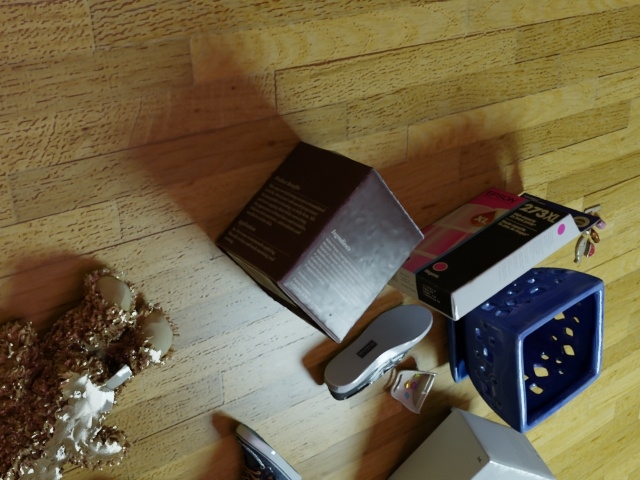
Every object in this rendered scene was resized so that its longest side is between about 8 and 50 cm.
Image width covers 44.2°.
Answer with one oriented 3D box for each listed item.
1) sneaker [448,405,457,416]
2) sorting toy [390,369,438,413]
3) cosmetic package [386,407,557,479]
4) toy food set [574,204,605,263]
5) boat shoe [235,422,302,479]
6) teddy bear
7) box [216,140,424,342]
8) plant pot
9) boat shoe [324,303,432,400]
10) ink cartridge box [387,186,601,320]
[{"bbox_3d":[0.277,0.407,1.601,0.065,0.061,0.158,-29,124,-19],"label":"sneaker"},{"bbox_3d":[0.165,0.270,1.464,0.075,0.045,0.083,21,95,-35],"label":"sorting toy"},{"bbox_3d":[0.289,0.468,1.531,0.224,0.138,0.224,26,112,-38],"label":"cosmetic package"},{"bbox_3d":[0.582,-0.011,1.690,0.078,0.019,0.122,-16,118,-33],"label":"toy food set"},{"bbox_3d":[-0.101,0.372,1.273,0.083,0.065,0.183,-46,131,-13],"label":"boat shoe"},{"bbox_3d":[-0.325,0.193,1.004,0.245,0.113,0.338,31,80,-50],"label":"teddy bear"},{"bbox_3d":[0.000,0.000,1.123,0.203,0.168,0.167,-50,131,-10],"label":"box"},{"bbox_3d":[0.368,0.175,1.468,0.236,0.212,0.236,-27,124,-29],"label":"plant pot"},{"bbox_3d":[0.102,0.198,1.360,0.228,0.080,0.076,-37,145,-24],"label":"boat shoe"},{"bbox_3d":[0.296,-0.003,1.356,0.371,0.176,0.069,-28,123,-27],"label":"ink cartridge box"}]
